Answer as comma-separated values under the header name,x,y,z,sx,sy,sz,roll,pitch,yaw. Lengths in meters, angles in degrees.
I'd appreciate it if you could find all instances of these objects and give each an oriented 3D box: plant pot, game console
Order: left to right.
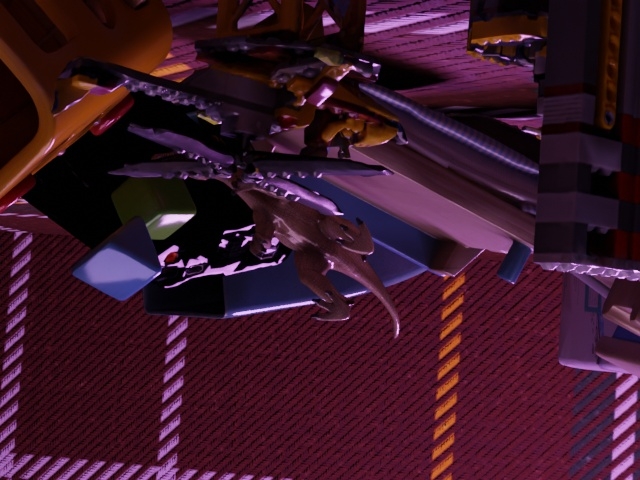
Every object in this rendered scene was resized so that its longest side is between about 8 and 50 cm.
name,x,y,z,sx,sy,sz,roll,pitch,yaw
game console,-0.050,-0.068,0.894,0.361,0.044,0.213,-11,-137,-47
plant pot,-0.019,-0.025,1.217,0.234,0.165,0.166,-3,180,-30

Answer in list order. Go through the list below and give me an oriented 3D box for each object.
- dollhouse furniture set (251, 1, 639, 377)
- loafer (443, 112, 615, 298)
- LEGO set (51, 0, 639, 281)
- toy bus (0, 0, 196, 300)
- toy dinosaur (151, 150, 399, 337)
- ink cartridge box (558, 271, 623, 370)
name,x,y,z,sx,sy,sz,roll,pitch,yaw
dollhouse furniture set,0.124,-0.069,0.678,0.303,0.198,0.286,27,177,-7
loafer,0.180,-0.033,1.058,0.251,0.094,0.087,28,162,17
LEGO set,0.108,-0.049,0.425,0.331,0.192,0.255,1,175,38
toy bus,-0.119,-0.094,0.622,0.104,0.202,0.191,-35,146,31
toy dinosaur,0.000,0.000,0.728,0.183,0.053,0.092,37,-172,-24
ink cartridge box,0.348,0.028,1.280,0.198,0.197,0.270,5,176,-4
